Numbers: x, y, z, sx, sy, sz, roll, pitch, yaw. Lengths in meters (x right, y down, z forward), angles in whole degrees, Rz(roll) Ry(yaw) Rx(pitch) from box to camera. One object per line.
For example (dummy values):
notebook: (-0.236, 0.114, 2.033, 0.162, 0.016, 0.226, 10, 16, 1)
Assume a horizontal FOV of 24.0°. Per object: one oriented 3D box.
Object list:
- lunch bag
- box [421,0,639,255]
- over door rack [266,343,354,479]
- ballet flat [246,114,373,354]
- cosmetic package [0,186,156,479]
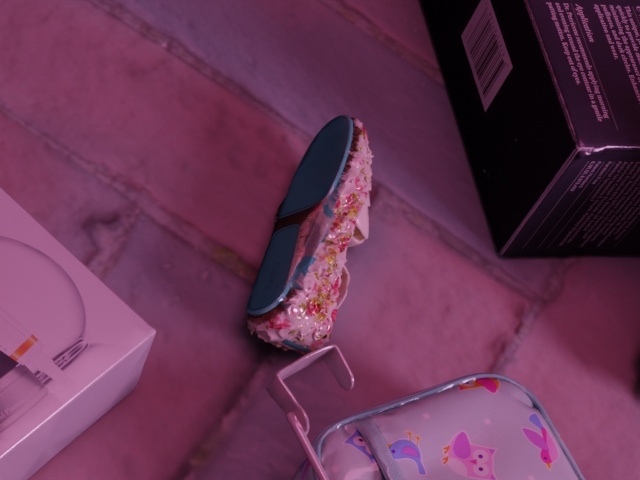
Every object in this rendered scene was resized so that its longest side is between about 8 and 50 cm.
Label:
lunch bag: (0.111, 0.250, 1.133, 0.224, 0.108, 0.279, -13, 62, -28)
box: (0.299, -0.170, 1.454, 0.312, 0.179, 0.343, 0, 57, -20)
over door rack: (-0.025, 0.270, 0.987, 0.108, 0.239, 0.324, -3, 58, -29)
ballet flat: (0.000, 0.000, 1.296, 0.077, 0.091, 0.241, 43, 50, -28)
cosmetic package: (-0.350, 0.096, 1.074, 0.284, 0.097, 0.377, 40, 52, 12)
